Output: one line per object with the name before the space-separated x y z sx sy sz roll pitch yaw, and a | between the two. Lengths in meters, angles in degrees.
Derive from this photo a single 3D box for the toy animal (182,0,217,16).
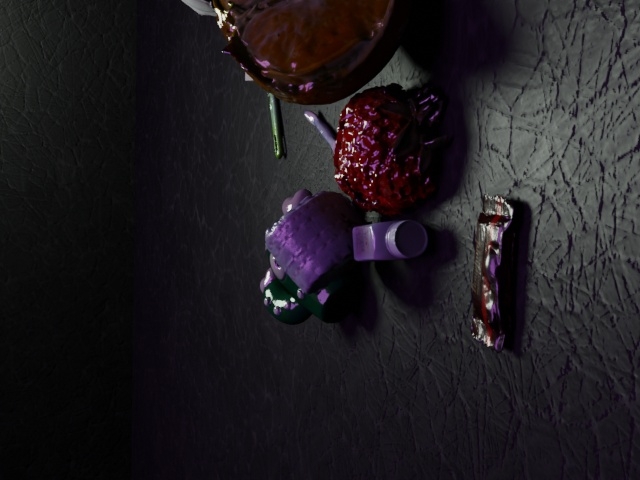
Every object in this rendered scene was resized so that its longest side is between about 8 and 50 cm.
toy animal | -0.233 -0.554 2.090 0.138 0.166 0.179 -64 8 -5

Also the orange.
orange | 0.001 -0.320 1.338 0.262 0.196 0.335 -45 39 8

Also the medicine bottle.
medicine bottle | 0.100 0.001 1.323 0.118 0.074 0.055 173 95 -69

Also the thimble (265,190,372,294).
thimble | 0.000 -0.001 1.433 0.118 0.151 0.127 50 121 12

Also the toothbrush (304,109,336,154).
toothbrush | 0.020 -0.162 1.593 0.021 0.027 0.269 -64 30 21

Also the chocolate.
chocolate | 0.200 0.036 1.121 0.086 0.028 0.183 -143 52 -68

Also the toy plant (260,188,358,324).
toy plant | -0.022 0.032 1.600 0.243 0.112 0.233 13 93 53

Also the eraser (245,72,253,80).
eraser | -0.091 -0.387 1.841 0.230 0.038 0.157 -161 72 -65

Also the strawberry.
strawberry | 0.075 -0.121 1.337 0.286 0.106 0.188 126 139 -60

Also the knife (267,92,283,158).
knife | -0.089 -0.265 1.899 0.054 0.015 0.212 144 124 -60
